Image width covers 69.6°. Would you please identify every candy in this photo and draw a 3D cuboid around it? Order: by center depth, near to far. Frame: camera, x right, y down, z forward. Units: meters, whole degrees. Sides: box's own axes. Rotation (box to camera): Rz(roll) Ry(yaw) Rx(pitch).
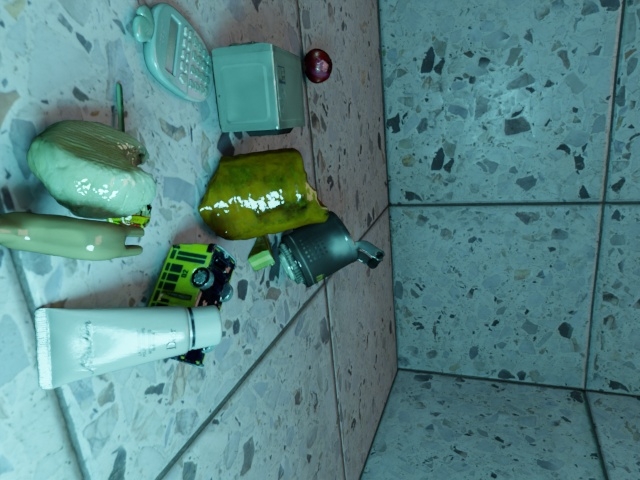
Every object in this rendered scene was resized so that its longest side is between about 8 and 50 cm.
[{"bbox_3d":[-0.390,-0.165,0.922,0.091,0.083,0.306,10,74,-67],"label":"candy"}]

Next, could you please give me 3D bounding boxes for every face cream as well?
[{"bbox_3d":[-0.344,0.177,0.855,0.314,0.089,0.143,-4,97,-26],"label":"face cream"}]

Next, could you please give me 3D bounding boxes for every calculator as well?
[{"bbox_3d":[-0.336,-0.434,1.074,0.295,0.042,0.184,25,68,-70],"label":"calculator"}]

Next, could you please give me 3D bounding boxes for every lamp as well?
[{"bbox_3d":[-0.006,0.043,1.616,0.272,0.374,0.205,-48,173,-12],"label":"lamp"}]

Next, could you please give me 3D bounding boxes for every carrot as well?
[{"bbox_3d":[-0.163,-0.130,1.298,0.241,0.340,0.242,170,-90,-82],"label":"carrot"}]

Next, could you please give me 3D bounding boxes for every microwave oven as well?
[{"bbox_3d":[-0.167,-0.412,1.280,0.295,0.181,0.238,-54,142,-71],"label":"microwave oven"}]

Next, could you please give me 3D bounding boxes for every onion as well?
[{"bbox_3d":[-0.013,-0.683,1.800,0.131,0.131,0.131,1,90,-69],"label":"onion"}]

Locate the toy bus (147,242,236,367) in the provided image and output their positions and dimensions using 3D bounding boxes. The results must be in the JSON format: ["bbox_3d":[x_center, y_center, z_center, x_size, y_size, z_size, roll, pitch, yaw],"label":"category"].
[{"bbox_3d":[-0.300,0.137,1.041,0.128,0.149,0.262,57,44,-61],"label":"toy bus"}]

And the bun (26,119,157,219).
[{"bbox_3d":[-0.381,-0.111,0.787,0.127,0.203,0.213,-56,-169,24],"label":"bun"}]

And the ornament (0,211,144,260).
[{"bbox_3d":[-0.417,-0.011,0.686,0.245,0.230,0.061,59,39,-89],"label":"ornament"}]

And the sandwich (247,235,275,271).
[{"bbox_3d":[-0.201,0.029,1.493,0.116,0.074,0.074,-114,-178,-47],"label":"sandwich"}]
